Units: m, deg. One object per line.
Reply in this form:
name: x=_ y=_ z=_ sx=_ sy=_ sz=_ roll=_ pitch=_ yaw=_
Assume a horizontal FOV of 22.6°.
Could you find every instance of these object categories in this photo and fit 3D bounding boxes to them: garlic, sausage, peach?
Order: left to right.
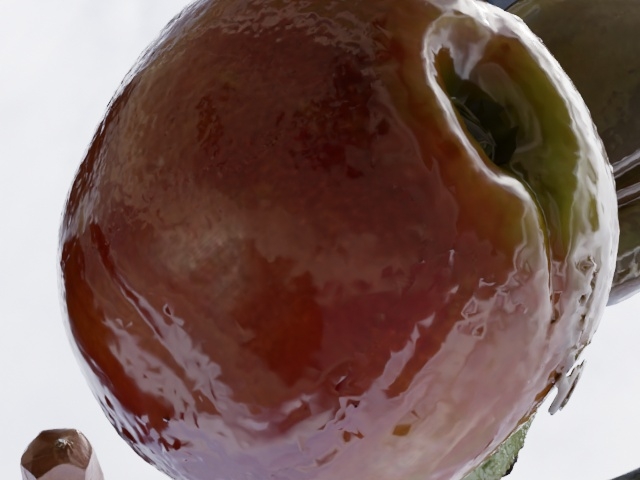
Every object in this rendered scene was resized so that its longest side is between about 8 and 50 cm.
sausage: x=-0.197 y=0.210 z=1.265 sx=0.065 sy=0.169 sz=0.065 roll=-6 pitch=-145 yaw=4
peach: x=-0.001 y=0.001 z=0.982 sx=0.373 sy=0.372 sz=0.290 roll=11 pitch=-156 yaw=36
garlic: x=0.237 y=-0.090 z=1.407 sx=0.325 sy=0.279 sz=0.132 roll=-35 pitch=-161 yaw=-25

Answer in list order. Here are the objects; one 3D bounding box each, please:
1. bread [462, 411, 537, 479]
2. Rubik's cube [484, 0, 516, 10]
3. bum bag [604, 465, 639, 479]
bread: x=0.099 y=0.108 z=1.191 sx=0.128 sy=0.069 sz=0.140 roll=15 pitch=-127 yaw=22
Rubik's cube: x=0.267 y=-0.346 z=1.727 sx=0.301 sy=0.304 sz=0.305 roll=-37 pitch=-113 yaw=41
bum bag: x=0.231 y=0.242 z=1.282 sx=0.340 sy=0.095 sz=0.144 roll=-33 pitch=-173 yaw=20
